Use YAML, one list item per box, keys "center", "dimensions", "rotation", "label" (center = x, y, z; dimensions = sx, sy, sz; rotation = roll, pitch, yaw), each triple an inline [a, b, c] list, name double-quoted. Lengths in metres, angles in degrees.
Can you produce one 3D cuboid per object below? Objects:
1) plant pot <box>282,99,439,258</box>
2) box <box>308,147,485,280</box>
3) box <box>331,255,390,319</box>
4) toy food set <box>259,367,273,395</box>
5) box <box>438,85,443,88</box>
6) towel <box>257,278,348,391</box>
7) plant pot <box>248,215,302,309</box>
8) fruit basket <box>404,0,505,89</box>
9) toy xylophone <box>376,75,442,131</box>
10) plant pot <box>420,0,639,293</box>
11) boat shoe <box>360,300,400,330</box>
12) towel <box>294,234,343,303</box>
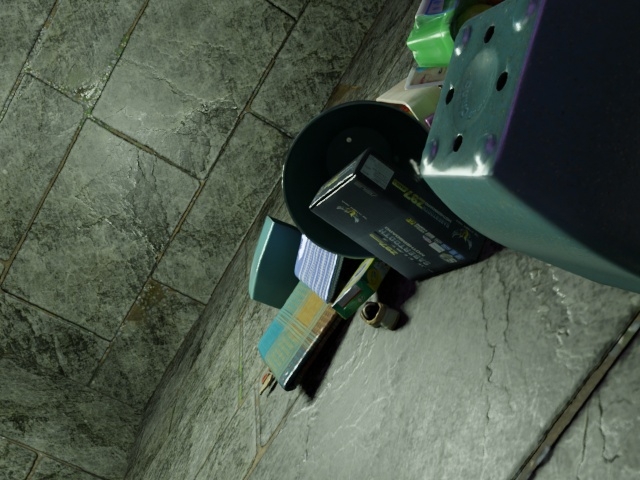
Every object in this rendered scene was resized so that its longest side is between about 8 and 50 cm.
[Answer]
- center: [0.079, -0.136, 1.141]
  dimensions: [0.290, 0.290, 0.195]
  rotation: [-56, 11, 19]
  label: "plant pot"
- center: [0.116, -0.031, 0.950]
  dimensions: [0.059, 0.233, 0.183]
  rotation: [-60, 13, -23]
  label: "box"
- center: [0.096, 0.066, 1.154]
  dimensions: [0.105, 0.043, 0.179]
  rotation: [-49, -2, 38]
  label: "box"
- center: [-0.114, 0.327, 1.487]
  dimensions: [0.122, 0.019, 0.078]
  rotation: [-55, 15, 20]
  label: "toy food set"
- center: [0.318, -0.389, 1.219]
  dimensions: [0.164, 0.021, 0.201]
  rotation: [-23, 24, 25]
  label: "box"
- center: [-0.040, 0.196, 1.407]
  dimensions: [0.271, 0.040, 0.370]
  rotation: [-56, 15, -6]
  label: "towel"
- center: [-0.115, 0.072, 1.730]
  dimensions: [0.166, 0.165, 0.234]
  rotation: [-144, 76, -76]
  label: "plant pot"
- center: [0.334, -0.407, 1.012]
  dimensions: [0.353, 0.165, 0.327]
  rotation: [-4, 54, 46]
  label: "fruit basket"
- center: [0.200, -0.310, 1.377]
  dimensions: [0.236, 0.081, 0.322]
  rotation: [-32, 18, 8]
  label: "toy xylophone"
- center: [0.236, -0.090, 0.502]
  dimensions: [0.247, 0.252, 0.247]
  rotation: [-150, 75, -75]
  label: "plant pot"
- center: [0.099, 0.130, 1.077]
  dimensions: [0.050, 0.045, 0.135]
  rotation: [-63, 14, -12]
  label: "boat shoe"
- center: [0.000, 0.000, 1.414]
  dimensions: [0.336, 0.040, 0.243]
  rotation: [-154, 77, -75]
  label: "towel"
